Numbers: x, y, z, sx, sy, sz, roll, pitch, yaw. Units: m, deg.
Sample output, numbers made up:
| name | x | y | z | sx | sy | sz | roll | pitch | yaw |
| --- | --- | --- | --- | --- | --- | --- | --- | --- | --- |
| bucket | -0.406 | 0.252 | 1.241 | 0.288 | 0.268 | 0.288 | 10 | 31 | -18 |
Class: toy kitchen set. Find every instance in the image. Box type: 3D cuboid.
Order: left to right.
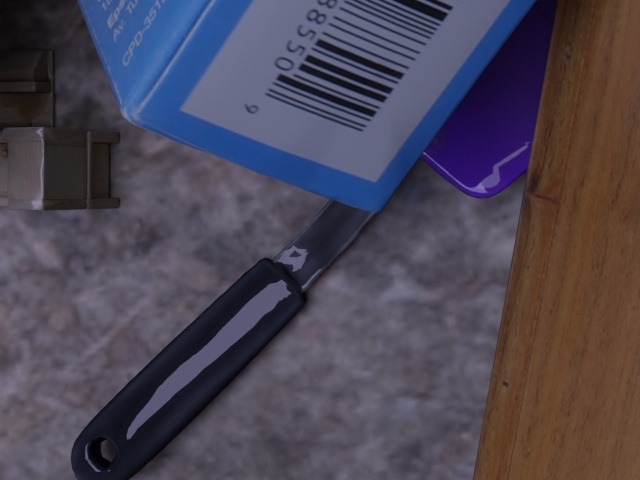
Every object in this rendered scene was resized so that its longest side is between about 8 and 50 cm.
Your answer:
| name | x | y | z | sx | sy | sz | roll | pitch | yaw |
| --- | --- | --- | --- | --- | --- | --- | --- | --- | --- |
| toy kitchen set | -0.136 | -0.047 | 0.774 | 0.083 | 0.075 | 0.068 | 1 | 92 | 18 |

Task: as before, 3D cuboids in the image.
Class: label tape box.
| name | x | y | z | sx | sy | sz | roll | pitch | yaw |
| --- | --- | --- | --- | --- | --- | --- | --- | --- | --- |
| label tape box | -0.006 | -0.216 | 0.656 | 0.249 | 0.115 | 0.348 | -55 | 35 | 24 |

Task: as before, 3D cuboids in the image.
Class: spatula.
| name | x | y | z | sx | sy | sz | roll | pitch | yaw |
| --- | --- | --- | --- | --- | --- | --- | --- | --- | --- |
| spatula | 0.000 | 0.000 | 0.746 | 0.084 | 0.030 | 0.296 | 47 | 107 | 11 |

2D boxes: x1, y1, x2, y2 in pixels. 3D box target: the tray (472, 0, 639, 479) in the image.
| name | x | y | z | sx | sy | sz | roll | pitch | yaw |
| --- | --- | --- | --- | --- | --- | --- | --- | --- | --- |
| tray | 0.168 | 0.022 | 0.630 | 0.203 | 0.076 | 0.411 | 14 | 103 | 23 |
